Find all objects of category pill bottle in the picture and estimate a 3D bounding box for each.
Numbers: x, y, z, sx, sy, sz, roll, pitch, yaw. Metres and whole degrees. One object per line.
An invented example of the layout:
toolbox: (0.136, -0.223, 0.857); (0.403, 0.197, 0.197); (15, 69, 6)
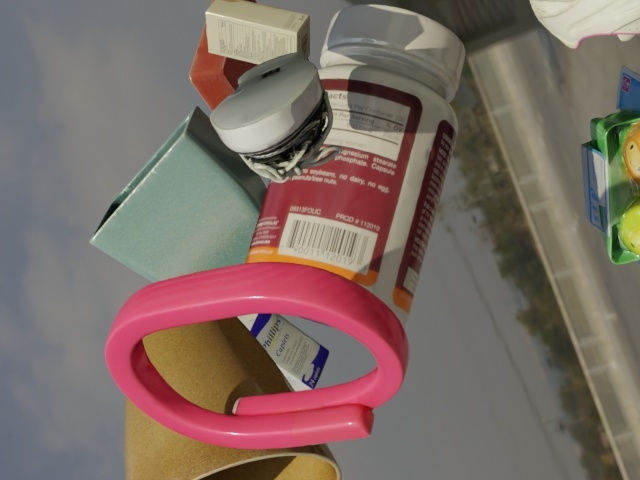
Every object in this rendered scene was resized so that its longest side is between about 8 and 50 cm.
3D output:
pill bottle: (0.052, -0.091, 1.431); (0.224, 0.224, 0.392); (45, -121, -66)

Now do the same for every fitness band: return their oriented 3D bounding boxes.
fitness band: (-0.059, 0.108, 0.999); (0.209, 0.290, 0.054); (56, -145, -34)

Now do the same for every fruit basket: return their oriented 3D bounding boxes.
fruit basket: (0.507, -0.053, 1.591); (0.353, 0.165, 0.327); (-106, 5, -63)

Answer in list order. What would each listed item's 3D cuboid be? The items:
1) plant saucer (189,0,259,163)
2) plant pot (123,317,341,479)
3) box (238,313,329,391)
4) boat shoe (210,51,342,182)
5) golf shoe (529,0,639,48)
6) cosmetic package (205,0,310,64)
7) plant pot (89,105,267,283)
plant saucer: (-0.120, -0.294, 1.907); (0.259, 0.047, 0.258); (55, -143, -46)
plant pot: (-0.129, 0.197, 1.251); (0.237, 0.237, 0.254); (54, -170, -55)
box: (-0.081, 0.165, 1.635); (0.137, 0.126, 0.072); (38, -120, -24)
boat shoe: (-0.040, -0.115, 1.107); (0.306, 0.113, 0.105); (-105, -7, -74)
golf shoe: (0.381, -0.304, 1.231); (0.140, 0.306, 0.115); (56, -139, -35)
cosmetic package: (-0.072, -0.238, 1.259); (0.060, 0.115, 0.041); (92, -160, -46)
plant pot: (-0.203, -0.040, 1.864); (0.252, 0.248, 0.247); (40, -169, -12)
